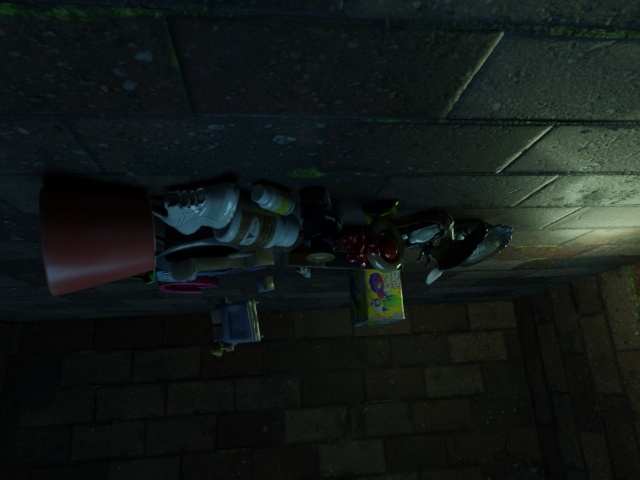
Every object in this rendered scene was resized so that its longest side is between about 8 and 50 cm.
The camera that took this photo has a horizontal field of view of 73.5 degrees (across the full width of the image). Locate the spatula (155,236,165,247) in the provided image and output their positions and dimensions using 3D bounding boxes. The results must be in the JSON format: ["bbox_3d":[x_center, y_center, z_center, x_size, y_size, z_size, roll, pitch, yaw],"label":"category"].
[{"bbox_3d":[-0.592,-0.011,1.439,0.084,0.031,0.296,-12,161,20],"label":"spatula"}]

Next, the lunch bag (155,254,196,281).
[{"bbox_3d":[-0.588,0.115,1.767,0.175,0.090,0.219,0,164,-22],"label":"lunch bag"}]

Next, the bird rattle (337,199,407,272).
[{"bbox_3d":[0.182,0.003,1.279,0.143,0.254,0.207,-25,115,40],"label":"bird rattle"}]

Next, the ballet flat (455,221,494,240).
[{"bbox_3d":[0.556,-0.028,1.593,0.070,0.070,0.188,8,158,-33],"label":"ballet flat"}]

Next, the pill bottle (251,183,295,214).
[{"bbox_3d":[-0.127,-0.111,1.142,0.065,0.065,0.116,-15,159,34],"label":"pill bottle"}]

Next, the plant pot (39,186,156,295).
[{"bbox_3d":[-0.564,-0.006,1.105,0.243,0.275,0.275,-5,166,-26],"label":"plant pot"}]

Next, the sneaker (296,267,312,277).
[{"bbox_3d":[-0.076,0.134,2.016,0.075,0.057,0.161,14,164,1],"label":"sneaker"}]

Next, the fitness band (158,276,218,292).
[{"bbox_3d":[-0.667,0.224,2.173,0.290,0.054,0.209,3,162,-26],"label":"fitness band"}]

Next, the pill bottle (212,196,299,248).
[{"bbox_3d":[-0.181,-0.046,1.232,0.229,0.131,0.131,10,158,-40],"label":"pill bottle"}]

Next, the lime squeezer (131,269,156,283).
[{"bbox_3d":[-0.774,0.146,1.920,0.310,0.059,0.110,-17,129,42],"label":"lime squeezer"}]

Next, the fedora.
[{"bbox_3d":[-0.386,-0.006,1.333,0.275,0.125,0.244,-13,165,2],"label":"fedora"}]

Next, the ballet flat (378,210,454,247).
[{"bbox_3d":[0.289,-0.018,1.447,0.315,0.108,0.106,-22,-159,31],"label":"ballet flat"}]

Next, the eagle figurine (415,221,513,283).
[{"bbox_3d":[0.473,0.026,1.474,0.298,0.226,0.225,3,140,44],"label":"eagle figurine"}]

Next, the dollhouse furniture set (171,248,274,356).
[{"bbox_3d":[-0.284,0.199,1.276,0.198,0.304,0.286,-3,172,-45],"label":"dollhouse furniture set"}]

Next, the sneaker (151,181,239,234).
[{"bbox_3d":[-0.328,-0.087,1.117,0.297,0.111,0.129,-17,153,35],"label":"sneaker"}]

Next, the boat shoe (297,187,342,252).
[{"bbox_3d":[0.001,-0.024,1.296,0.127,0.158,0.340,-7,163,10],"label":"boat shoe"}]

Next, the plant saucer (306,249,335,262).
[{"bbox_3d":[0.000,0.043,1.214,0.083,0.015,0.083,-1,159,0],"label":"plant saucer"}]

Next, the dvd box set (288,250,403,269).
[{"bbox_3d":[0.080,0.078,1.656,0.307,0.062,0.420,3,176,-20],"label":"dvd box set"}]

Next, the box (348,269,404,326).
[{"bbox_3d":[0.255,0.245,2.023,0.176,0.290,0.279,1,162,-11],"label":"box"}]

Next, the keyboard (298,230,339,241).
[{"bbox_3d":[0.000,0.000,1.590,0.100,0.038,0.192,-12,162,26],"label":"keyboard"}]
